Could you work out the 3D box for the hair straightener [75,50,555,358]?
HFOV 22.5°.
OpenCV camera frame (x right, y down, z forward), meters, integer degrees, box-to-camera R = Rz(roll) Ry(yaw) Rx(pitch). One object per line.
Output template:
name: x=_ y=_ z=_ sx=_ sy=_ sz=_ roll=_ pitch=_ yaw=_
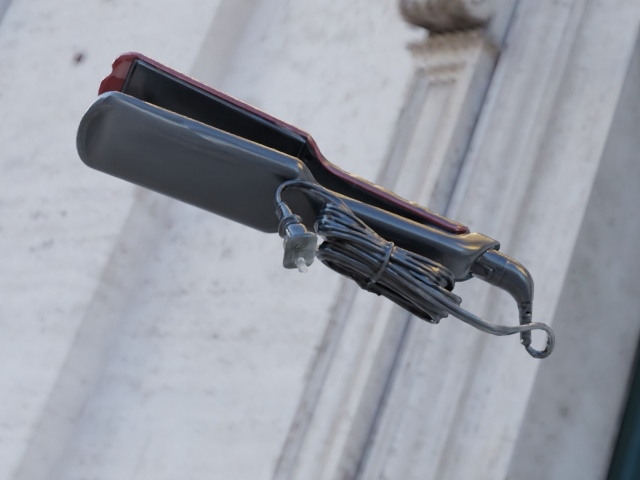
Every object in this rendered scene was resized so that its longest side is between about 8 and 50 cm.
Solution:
hair straightener: x=0.000 y=0.000 z=0.689 sx=0.230 sy=0.089 sz=0.047 roll=29 pitch=-59 yaw=-7
